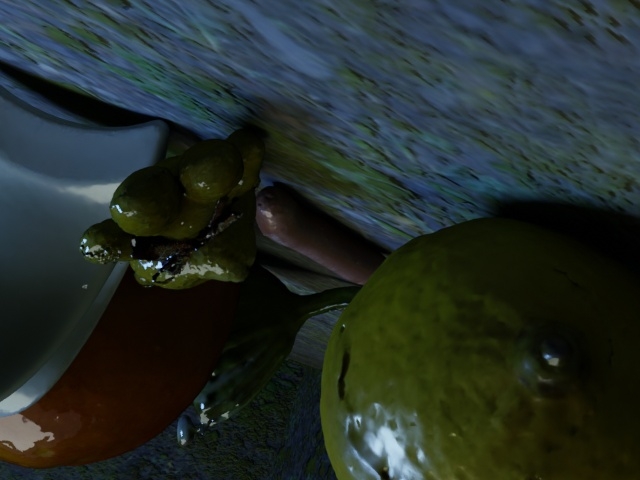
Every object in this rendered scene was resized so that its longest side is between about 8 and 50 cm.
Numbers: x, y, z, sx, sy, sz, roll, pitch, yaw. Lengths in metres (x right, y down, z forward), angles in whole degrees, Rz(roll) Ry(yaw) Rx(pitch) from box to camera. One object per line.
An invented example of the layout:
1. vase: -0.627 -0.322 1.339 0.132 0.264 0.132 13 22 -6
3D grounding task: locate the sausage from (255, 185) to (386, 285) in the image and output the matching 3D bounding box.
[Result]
1. sausage: 0.000 0.000 0.853 0.043 0.043 0.186 12 168 39

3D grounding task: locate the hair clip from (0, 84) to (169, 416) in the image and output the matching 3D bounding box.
1. hair clip: -0.233 0.015 0.766 0.172 0.282 0.113 19 -176 -3

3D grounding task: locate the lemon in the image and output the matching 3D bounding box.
1. lemon: 0.121 0.109 0.632 0.228 0.228 0.253 12 155 40

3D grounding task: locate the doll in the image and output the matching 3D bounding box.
1. doll: -0.084 -0.012 0.665 0.097 0.137 0.209 51 176 3

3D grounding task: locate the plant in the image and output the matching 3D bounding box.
1. plant: -0.032 0.104 1.223 0.333 0.251 0.180 -10 151 3

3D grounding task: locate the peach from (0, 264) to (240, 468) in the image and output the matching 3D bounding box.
1. peach: -0.256 0.077 0.995 0.342 0.302 0.343 21 169 4
